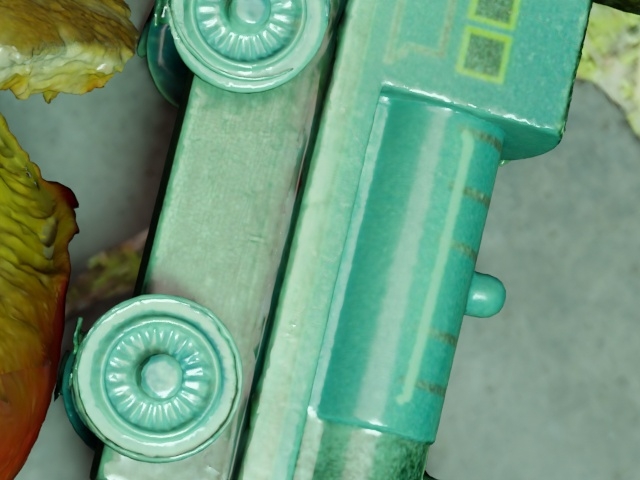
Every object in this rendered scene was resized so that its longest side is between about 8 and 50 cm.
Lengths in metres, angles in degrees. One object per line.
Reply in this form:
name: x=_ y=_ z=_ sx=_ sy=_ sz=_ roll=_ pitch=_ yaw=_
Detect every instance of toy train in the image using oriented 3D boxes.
toy train: x=0.000 y=0.000 z=0.795 sx=0.194 sy=0.120 sz=0.298 roll=15 pitch=82 yaw=-9

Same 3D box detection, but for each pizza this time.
pizza: x=-0.138 y=-0.102 z=0.758 sx=0.182 sy=0.161 sz=0.062 roll=44 pitch=115 yaw=31

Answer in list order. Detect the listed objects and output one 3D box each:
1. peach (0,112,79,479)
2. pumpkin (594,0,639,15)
peach: x=-0.226 y=-0.004 z=0.691 sx=0.281 sy=0.281 sz=0.338 roll=12 pitch=62 yaw=-5
pumpkin: x=0.164 y=-0.215 z=0.815 sx=0.238 sy=0.159 sz=0.238 roll=0 pitch=81 yaw=-2
